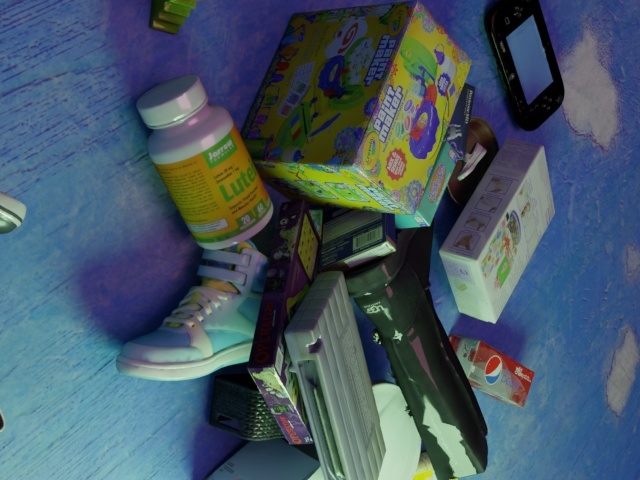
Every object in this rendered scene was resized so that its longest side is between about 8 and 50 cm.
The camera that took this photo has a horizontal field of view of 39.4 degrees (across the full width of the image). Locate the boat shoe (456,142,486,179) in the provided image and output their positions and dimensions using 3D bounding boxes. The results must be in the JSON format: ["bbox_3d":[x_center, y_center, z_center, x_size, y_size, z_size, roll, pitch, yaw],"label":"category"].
[{"bbox_3d":[0.309,-0.168,1.871,0.035,0.035,0.100,45,66,-9],"label":"boat shoe"}]

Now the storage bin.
[{"bbox_3d":[-0.086,0.278,1.520,0.180,0.122,0.084,7,92,-46],"label":"storage bin"}]

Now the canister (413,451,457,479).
[{"bbox_3d":[0.209,0.512,1.890,0.170,0.073,0.126,1,95,-44],"label":"canister"}]

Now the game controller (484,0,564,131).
[{"bbox_3d":[0.463,-0.407,2.015,0.166,0.067,0.319,-47,126,-30],"label":"game controller"}]

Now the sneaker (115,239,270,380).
[{"bbox_3d":[-0.187,0.095,1.393,0.319,0.127,0.208,-9,105,-54],"label":"sneaker"}]

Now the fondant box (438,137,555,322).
[{"bbox_3d":[0.392,-0.022,1.943,0.330,0.096,0.238,-57,145,-24],"label":"fondant box"}]

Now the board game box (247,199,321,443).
[{"bbox_3d":[-0.038,0.125,1.447,0.346,0.056,0.208,-81,153,-44],"label":"board game box"}]

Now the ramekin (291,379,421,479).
[{"bbox_3d":[0.059,0.386,1.680,0.273,0.127,0.272,-9,103,-45],"label":"ramekin"}]

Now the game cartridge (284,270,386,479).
[{"bbox_3d":[0.029,0.250,1.435,0.230,0.068,0.355,-65,143,-68],"label":"game cartridge"}]

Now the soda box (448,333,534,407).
[{"bbox_3d":[0.379,0.295,2.021,0.263,0.083,0.092,32,74,-44],"label":"soda box"}]

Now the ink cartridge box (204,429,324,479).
[{"bbox_3d":[-0.068,0.481,1.523,0.168,0.171,0.232,-38,122,-28],"label":"ink cartridge box"}]

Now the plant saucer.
[{"bbox_3d":[0.315,-0.167,1.922,0.199,0.036,0.198,-8,101,-45],"label":"plant saucer"}]

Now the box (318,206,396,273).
[{"bbox_3d":[0.064,-0.049,1.550,0.036,0.136,0.225,44,34,-37],"label":"box"}]

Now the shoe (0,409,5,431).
[{"bbox_3d":[-0.469,0.162,1.160,0.076,0.058,0.219,-36,120,-36],"label":"shoe"}]

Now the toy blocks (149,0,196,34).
[{"bbox_3d":[-0.142,-0.496,1.250,0.191,0.261,0.381,5,92,-46],"label":"toy blocks"}]

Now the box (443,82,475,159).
[{"bbox_3d":[0.192,-0.249,1.734,0.207,0.108,0.153,8,90,-45],"label":"box"}]

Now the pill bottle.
[{"bbox_3d":[-0.178,-0.120,1.357,0.136,0.136,0.245,-44,125,-32],"label":"pill bottle"}]

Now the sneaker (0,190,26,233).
[{"bbox_3d":[-0.514,-0.039,1.042,0.321,0.126,0.127,20,77,-34],"label":"sneaker"}]

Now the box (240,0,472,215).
[{"bbox_3d":[0.051,-0.216,1.474,0.177,0.279,0.289,34,72,-42],"label":"box"}]

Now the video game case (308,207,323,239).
[{"bbox_3d":[0.000,0.000,1.643,0.166,0.015,0.119,-6,101,-45],"label":"video game case"}]

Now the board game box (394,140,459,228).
[{"bbox_3d":[0.130,-0.093,1.606,0.047,0.210,0.160,46,56,-33],"label":"board game box"}]

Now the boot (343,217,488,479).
[{"bbox_3d":[0.207,0.169,1.676,0.445,0.146,0.367,61,33,-16],"label":"boot"}]
